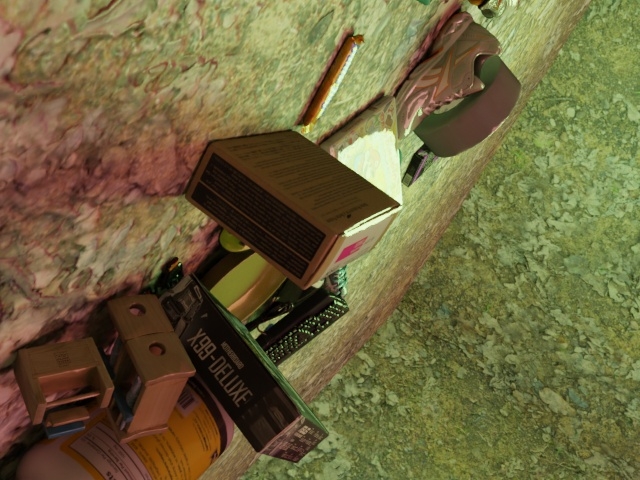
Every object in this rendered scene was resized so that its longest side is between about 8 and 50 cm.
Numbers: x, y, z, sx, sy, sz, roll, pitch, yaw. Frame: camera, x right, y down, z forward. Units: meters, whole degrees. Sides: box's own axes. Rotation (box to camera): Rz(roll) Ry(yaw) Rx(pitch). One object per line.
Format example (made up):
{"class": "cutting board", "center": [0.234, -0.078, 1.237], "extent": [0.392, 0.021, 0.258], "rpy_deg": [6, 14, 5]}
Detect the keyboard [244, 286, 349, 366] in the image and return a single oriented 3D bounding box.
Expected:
{"class": "keyboard", "center": [-0.097, 0.202, 1.533], "extent": [0.317, 0.033, 0.201], "rpy_deg": [-40, 142, 14]}

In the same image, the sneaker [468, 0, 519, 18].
{"class": "sneaker", "center": [0.290, -0.444, 1.310], "extent": [0.092, 0.088, 0.225], "rpy_deg": [-33, 168, 6]}

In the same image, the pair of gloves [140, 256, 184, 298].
{"class": "pair of gloves", "center": [-0.215, 0.063, 1.017], "extent": [0.083, 0.010, 0.074], "rpy_deg": [-51, 166, -21]}

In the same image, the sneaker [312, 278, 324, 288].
{"class": "sneaker", "center": [0.001, 0.001, 1.419], "extent": [0.163, 0.086, 0.226], "rpy_deg": [-51, 163, 2]}

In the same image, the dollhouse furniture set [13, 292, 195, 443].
{"class": "dollhouse furniture set", "center": [-0.272, 0.160, 0.891], "extent": [0.183, 0.129, 0.129], "rpy_deg": [-6, 138, -39]}

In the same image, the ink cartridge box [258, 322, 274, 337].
{"class": "ink cartridge box", "center": [-0.133, 0.278, 1.794], "extent": [0.097, 0.046, 0.207], "rpy_deg": [-46, 166, -22]}

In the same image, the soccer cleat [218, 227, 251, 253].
{"class": "soccer cleat", "center": [-0.091, -0.024, 1.120], "extent": [0.179, 0.060, 0.072], "rpy_deg": [-41, 176, -43]}

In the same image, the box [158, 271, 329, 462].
{"class": "box", "center": [-0.105, 0.196, 1.081], "extent": [0.076, 0.242, 0.307], "rpy_deg": [-39, 160, -7]}

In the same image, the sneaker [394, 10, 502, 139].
{"class": "sneaker", "center": [0.232, -0.287, 1.394], "extent": [0.262, 0.121, 0.099], "rpy_deg": [-55, 166, 12]}

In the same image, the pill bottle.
{"class": "pill bottle", "center": [-0.288, 0.315, 1.036], "extent": [0.334, 0.188, 0.188], "rpy_deg": [-39, 161, -45]}

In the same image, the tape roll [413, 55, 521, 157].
{"class": "tape roll", "center": [0.286, -0.268, 1.493], "extent": [0.219, 0.072, 0.219], "rpy_deg": [-38, -155, 21]}

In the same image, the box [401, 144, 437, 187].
{"class": "box", "center": [0.278, -0.221, 1.940], "extent": [0.162, 0.029, 0.116], "rpy_deg": [-42, 164, -34]}

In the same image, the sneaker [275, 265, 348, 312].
{"class": "sneaker", "center": [0.021, 0.062, 1.582], "extent": [0.110, 0.122, 0.283], "rpy_deg": [-33, 157, -55]}

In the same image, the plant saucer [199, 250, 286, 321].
{"class": "plant saucer", "center": [-0.133, 0.072, 1.201], "extent": [0.241, 0.037, 0.241], "rpy_deg": [-40, 163, -15]}

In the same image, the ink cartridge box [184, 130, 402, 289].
{"class": "ink cartridge box", "center": [-0.027, -0.050, 0.962], "extent": [0.088, 0.193, 0.234], "rpy_deg": [-58, 165, 22]}

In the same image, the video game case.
{"class": "video game case", "center": [0.078, -0.111, 1.324], "extent": [0.206, 0.026, 0.227], "rpy_deg": [-42, 136, -40]}

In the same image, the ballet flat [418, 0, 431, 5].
{"class": "ballet flat", "center": [0.089, -0.346, 0.873], "extent": [0.087, 0.083, 0.247], "rpy_deg": [-23, 165, 1]}

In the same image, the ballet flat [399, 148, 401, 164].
{"class": "ballet flat", "center": [0.112, -0.104, 1.574], "extent": [0.072, 0.068, 0.213], "rpy_deg": [31, 68, -49]}

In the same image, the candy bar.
{"class": "candy bar", "center": [0.016, -0.219, 1.053], "extent": [0.162, 0.018, 0.040], "rpy_deg": [-58, 166, 26]}
